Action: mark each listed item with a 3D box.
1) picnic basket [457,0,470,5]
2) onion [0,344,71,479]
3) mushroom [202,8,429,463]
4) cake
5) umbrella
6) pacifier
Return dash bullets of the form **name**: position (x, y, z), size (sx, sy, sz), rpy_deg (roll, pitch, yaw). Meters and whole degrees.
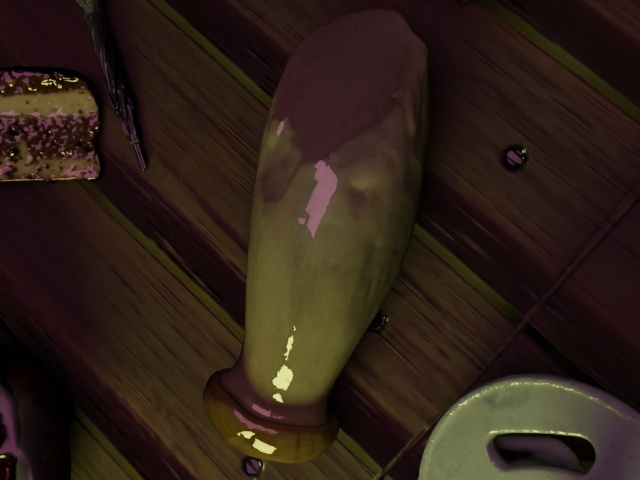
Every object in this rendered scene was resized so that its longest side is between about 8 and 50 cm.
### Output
- **picnic basket**: position (0.116, -0.266, 0.510), size (0.154, 0.196, 0.134), rpy_deg (-25, 79, 20)
- **onion**: position (-0.355, 0.210, 0.715), size (0.272, 0.195, 0.272), rpy_deg (3, 77, -13)
- **mushroom**: position (0.000, 0.000, 0.596), size (0.128, 0.128, 0.350), rpy_deg (21, 102, 20)
- **cake**: position (-0.328, -0.108, 0.761), size (0.246, 0.135, 0.112), rpy_deg (-6, 101, -8)
- **umbrella**: position (-0.193, -0.192, 0.716), size (0.044, 0.044, 0.269), rpy_deg (-22, 89, -18)
- **pacifier**: position (0.117, 0.231, 0.498), size (0.238, 0.225, 0.287), rpy_deg (-4, 87, 39)
